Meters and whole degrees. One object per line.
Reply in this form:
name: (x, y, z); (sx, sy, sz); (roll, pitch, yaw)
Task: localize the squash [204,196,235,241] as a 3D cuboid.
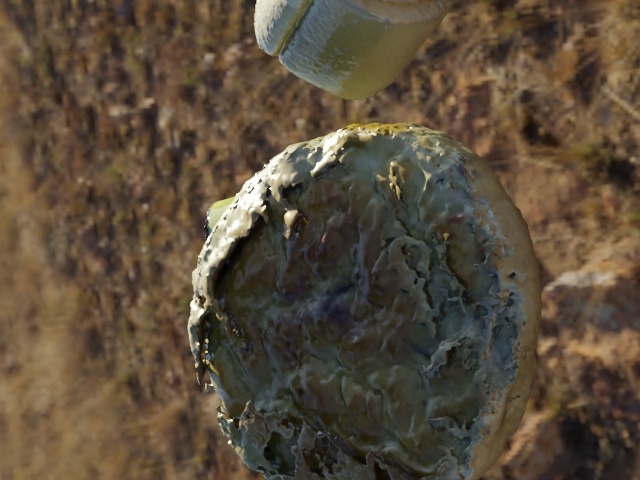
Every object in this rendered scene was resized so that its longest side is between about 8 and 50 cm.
squash: (0.000, 0.000, 1.128); (0.186, 0.123, 0.123); (-14, 84, 24)

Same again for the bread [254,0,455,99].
bread: (0.030, -0.215, 1.132); (0.141, 0.148, 0.134); (-47, 21, 60)

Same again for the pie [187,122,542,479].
pie: (0.021, 0.050, 0.833); (0.274, 0.055, 0.274); (-1, 89, 37)
